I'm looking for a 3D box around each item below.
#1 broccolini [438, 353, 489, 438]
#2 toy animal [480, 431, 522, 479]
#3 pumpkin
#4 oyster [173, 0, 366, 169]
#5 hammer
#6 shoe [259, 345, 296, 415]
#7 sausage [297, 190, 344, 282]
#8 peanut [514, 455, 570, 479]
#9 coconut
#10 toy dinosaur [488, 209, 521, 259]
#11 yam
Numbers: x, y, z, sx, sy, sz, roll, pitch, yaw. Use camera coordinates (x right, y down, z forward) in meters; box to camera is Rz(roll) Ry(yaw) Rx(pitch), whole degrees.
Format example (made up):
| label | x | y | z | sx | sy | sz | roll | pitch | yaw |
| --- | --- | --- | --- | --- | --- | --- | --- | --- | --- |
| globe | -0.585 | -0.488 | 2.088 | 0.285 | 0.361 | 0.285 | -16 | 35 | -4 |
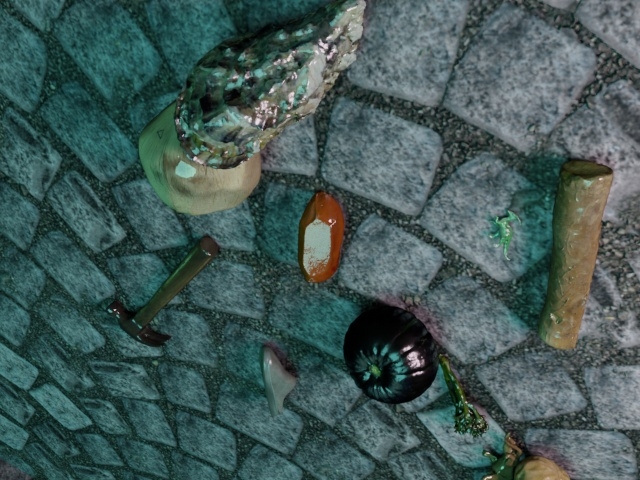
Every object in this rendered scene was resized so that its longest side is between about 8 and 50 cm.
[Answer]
| label | x | y | z | sx | sy | sz | roll | pitch | yaw |
| --- | --- | --- | --- | --- | --- | --- | --- | --- | --- |
| broccolini | 0.276 | 0.323 | 1.419 | 0.074 | 0.058 | 0.201 | -20 | 115 | 29 |
| toy animal | 0.382 | 0.472 | 1.478 | 0.086 | 0.069 | 0.220 | -2 | 132 | 3 |
| pumpkin | 0.138 | 0.223 | 1.360 | 0.202 | 0.140 | 0.202 | 19 | 124 | 31 |
| oyster | -0.074 | -0.251 | 1.059 | 0.351 | 0.158 | 0.162 | -35 | 123 | 12 |
| hammer | -0.355 | 0.118 | 1.597 | 0.168 | 0.044 | 0.440 | 42 | 133 | -6 |
| shoe | -0.096 | 0.323 | 1.617 | 0.078 | 0.079 | 0.195 | -8 | 119 | -10 |
| sausage | 0.000 | 0.000 | 1.295 | 0.089 | 0.089 | 0.179 | 13 | 120 | 19 |
| peanut | 0.471 | 0.544 | 1.458 | 0.110 | 0.120 | 0.236 | 28 | 149 | 48 |
| coconut | -0.207 | -0.157 | 1.206 | 0.224 | 0.224 | 0.224 | 14 | 130 | 17 |
| toy dinosaur | 0.315 | -0.013 | 1.164 | 0.062 | 0.021 | 0.083 | -36 | 103 | 28 |
| yam | 0.402 | 0.034 | 1.117 | 0.081 | 0.081 | 0.356 | 11 | 128 | 20 |
